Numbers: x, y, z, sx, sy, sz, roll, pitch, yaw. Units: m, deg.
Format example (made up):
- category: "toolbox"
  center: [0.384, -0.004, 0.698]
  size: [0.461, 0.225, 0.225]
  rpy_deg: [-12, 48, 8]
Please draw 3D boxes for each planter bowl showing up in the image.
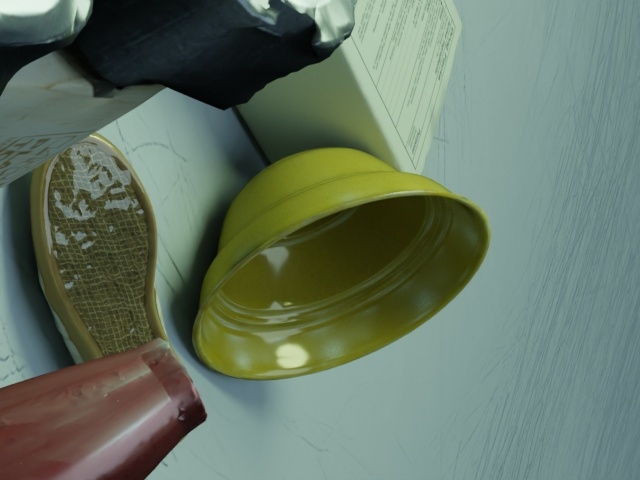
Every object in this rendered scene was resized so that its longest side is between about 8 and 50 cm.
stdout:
- category: "planter bowl"
  center: [0.000, 0.000, 1.349]
  size: [0.090, 0.217, 0.217]
  rpy_deg: [65, 6, 29]

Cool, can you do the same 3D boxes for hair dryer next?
- category: "hair dryer"
  center: [-0.143, 0.153, 0.750]
  size: [0.223, 0.080, 0.293]
  rpy_deg: [16, 114, -50]

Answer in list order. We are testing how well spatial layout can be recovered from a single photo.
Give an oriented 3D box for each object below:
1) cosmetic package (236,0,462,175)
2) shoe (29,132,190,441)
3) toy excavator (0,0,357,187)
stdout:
- category: "cosmetic package"
  center: [-0.005, -0.175, 1.328]
  size: [0.309, 0.113, 0.160]
  rpy_deg: [61, 40, -56]
- category: "shoe"
  center: [-0.130, 0.029, 1.150]
  size: [0.076, 0.058, 0.219]
  rpy_deg: [-30, 125, -26]
- category: "toy excavator"
  center: [-0.174, -0.208, 0.631]
  size: [0.433, 0.222, 0.445]
  rpy_deg: [-13, 77, -63]
